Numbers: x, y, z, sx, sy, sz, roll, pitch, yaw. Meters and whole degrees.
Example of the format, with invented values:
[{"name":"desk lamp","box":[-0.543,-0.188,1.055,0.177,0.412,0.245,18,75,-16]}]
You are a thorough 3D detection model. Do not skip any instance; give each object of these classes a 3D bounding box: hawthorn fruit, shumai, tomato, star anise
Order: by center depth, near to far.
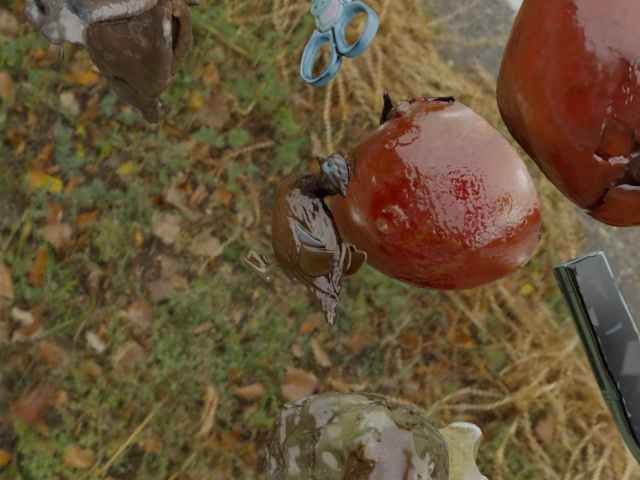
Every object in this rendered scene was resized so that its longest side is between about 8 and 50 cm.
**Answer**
[{"name":"star anise","box":[-0.091,-0.156,0.555,0.063,0.208,0.172,17,88,4]},{"name":"hawthorn fruit","box":[0.240,-0.101,0.819,0.211,0.211,0.299,23,38,-15]},{"name":"shumai","box":[0.057,0.220,1.107,0.205,0.175,0.166,9,65,-18]},{"name":"tomato","box":[0.127,-0.035,1.485,0.170,0.309,0.309,-31,75,-37]}]

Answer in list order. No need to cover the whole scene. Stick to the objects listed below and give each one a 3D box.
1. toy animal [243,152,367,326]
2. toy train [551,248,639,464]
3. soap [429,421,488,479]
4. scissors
[{"name":"toy animal","box":[0.000,0.000,1.310,0.089,0.179,0.188,-3,57,-45]},{"name":"toy train","box":[0.303,0.136,1.118,0.055,0.048,0.252,-19,87,-22]},{"name":"soap","box":[0.130,0.449,1.908,0.293,0.335,0.156,-3,55,-2]},{"name":"scissors","box":[0.013,-0.309,1.455,0.030,0.125,0.256,31,34,-33]}]
